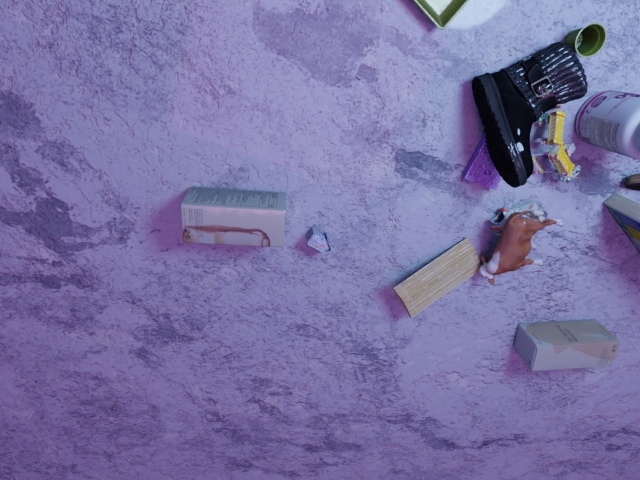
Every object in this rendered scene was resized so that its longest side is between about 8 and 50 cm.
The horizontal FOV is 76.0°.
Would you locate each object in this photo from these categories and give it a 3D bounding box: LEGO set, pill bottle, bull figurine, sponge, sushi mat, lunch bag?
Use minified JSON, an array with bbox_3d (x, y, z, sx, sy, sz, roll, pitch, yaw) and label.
[{"bbox_3d":[0.690,-0.298,1.240,0.132,0.107,0.287,-37,112,-25],"label":"LEGO set"},{"bbox_3d":[0.860,-0.314,1.120,0.160,0.283,0.160,-2,116,-4],"label":"pill bottle"},{"bbox_3d":[0.640,0.024,1.333,0.189,0.101,0.310,-10,139,-9],"label":"bull figurine"},{"bbox_3d":[0.538,-0.270,1.259,0.117,0.031,0.210,18,114,-12],"label":"sponge"},{"bbox_3d":[0.407,0.129,1.407,0.317,0.019,0.151,-33,113,-5],"label":"sushi mat"},{"bbox_3d":[0.000,0.000,1.331,0.083,0.071,0.053,32,106,-15],"label":"lunch bag"}]

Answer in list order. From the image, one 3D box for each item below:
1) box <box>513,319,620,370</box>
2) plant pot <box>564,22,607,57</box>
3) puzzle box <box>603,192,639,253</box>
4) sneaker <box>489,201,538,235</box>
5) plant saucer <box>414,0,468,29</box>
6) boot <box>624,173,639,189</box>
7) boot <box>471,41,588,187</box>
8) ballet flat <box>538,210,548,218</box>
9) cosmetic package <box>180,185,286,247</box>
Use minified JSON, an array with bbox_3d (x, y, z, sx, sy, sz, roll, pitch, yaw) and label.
[{"bbox_3d":[0.920,0.394,1.546,0.311,0.148,0.121,-3,115,-4],"label":"box"},{"bbox_3d":[0.709,-0.544,1.111,0.083,0.079,0.083,-2,117,-4],"label":"plant pot"},{"bbox_3d":[1.113,0.036,1.315,0.409,0.272,0.052,41,107,-21],"label":"puzzle box"},{"bbox_3d":[0.630,-0.085,1.340,0.161,0.057,0.075,-35,119,16],"label":"sneaker"},{"bbox_3d":[0.309,-0.676,1.039,0.188,0.045,0.188,37,108,-19],"label":"plant saucer"},{"bbox_3d":[1.126,-0.226,1.304,0.305,0.112,0.115,-7,86,4],"label":"boot"},{"bbox_3d":[0.597,-0.344,1.128,0.260,0.131,0.347,-18,95,5],"label":"boot"},{"bbox_3d":[0.712,-0.060,1.369,0.114,0.041,0.041,-25,115,8],"label":"ballet flat"},{"bbox_3d":[-0.253,-0.072,1.235,0.296,0.153,0.129,3,117,-4],"label":"cosmetic package"}]
